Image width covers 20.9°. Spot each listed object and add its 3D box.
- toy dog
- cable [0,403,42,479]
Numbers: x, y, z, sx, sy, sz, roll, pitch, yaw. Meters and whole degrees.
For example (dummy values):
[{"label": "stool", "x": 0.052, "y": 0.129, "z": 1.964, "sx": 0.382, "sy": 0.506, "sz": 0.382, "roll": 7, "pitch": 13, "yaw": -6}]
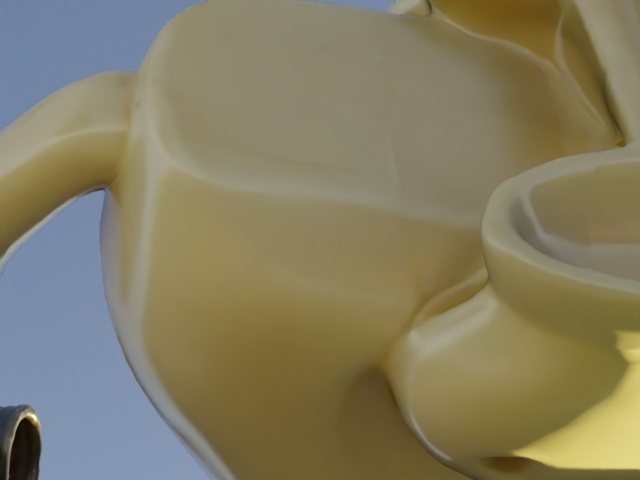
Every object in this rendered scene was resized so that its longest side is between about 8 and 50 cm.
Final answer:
[{"label": "toy dog", "x": 0.059, "y": 0.104, "z": 0.722, "sx": 0.395, "sy": 0.284, "sz": 0.408, "roll": -10, "pitch": -50, "yaw": -10}, {"label": "cable", "x": -0.217, "y": 0.200, "z": 1.034, "sx": 0.072, "sy": 0.287, "sz": 0.139, "roll": -10, "pitch": -13, "yaw": 21}]
